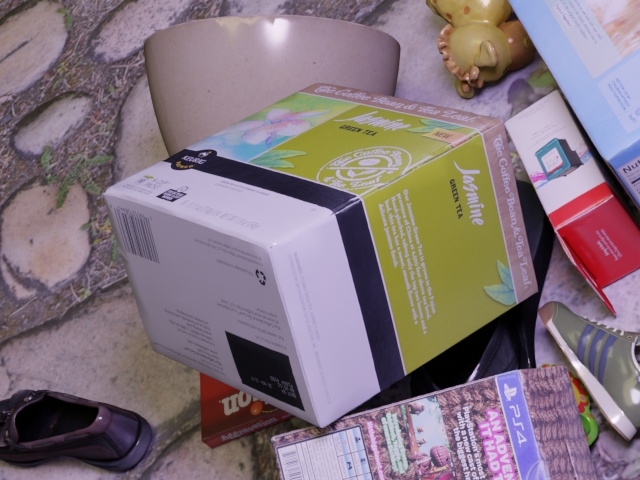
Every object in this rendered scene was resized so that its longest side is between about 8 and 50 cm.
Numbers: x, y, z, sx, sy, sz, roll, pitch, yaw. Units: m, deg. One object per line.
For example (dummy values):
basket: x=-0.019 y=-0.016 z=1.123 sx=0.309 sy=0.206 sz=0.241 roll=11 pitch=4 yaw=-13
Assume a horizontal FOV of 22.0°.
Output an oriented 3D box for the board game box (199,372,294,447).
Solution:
board game box: x=-0.027 y=0.148 z=2.040 sx=0.281 sy=0.027 sz=0.145 roll=-23 pitch=49 yaw=22

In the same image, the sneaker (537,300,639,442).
sneaker: x=0.316 y=0.124 z=1.778 sx=0.086 sy=0.064 sz=0.192 roll=-36 pitch=50 yaw=8

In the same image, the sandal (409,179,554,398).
sandal: x=0.166 y=0.114 z=1.862 sx=0.167 sy=0.107 sz=0.446 roll=-13 pitch=53 yaw=30

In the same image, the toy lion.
toy lion: x=0.260 y=0.180 z=1.772 sx=0.100 sy=0.096 sz=0.034 roll=45 pitch=132 yaw=14

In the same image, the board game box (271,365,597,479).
board game box: x=0.128 y=0.275 z=1.682 sx=0.291 sy=0.141 sz=0.232 roll=-18 pitch=80 yaw=26

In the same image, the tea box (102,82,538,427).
tea box: x=0.000 y=0.000 z=1.802 sx=0.323 sy=0.220 sz=0.329 roll=-29 pitch=28 yaw=-30

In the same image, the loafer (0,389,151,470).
loafer: x=-0.358 y=0.237 z=2.171 sx=0.302 sy=0.095 sz=0.109 roll=0 pitch=59 yaw=37

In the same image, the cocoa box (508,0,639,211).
cocoa box: x=0.389 y=-0.197 z=1.836 sx=0.231 sy=0.228 sz=0.347 roll=-33 pitch=45 yaw=12

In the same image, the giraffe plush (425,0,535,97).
giraffe plush: x=0.211 y=-0.282 z=2.098 sx=0.210 sy=0.181 sz=0.170 roll=-15 pitch=72 yaw=15

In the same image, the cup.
cup: x=-0.062 y=-0.132 z=2.102 sx=0.331 sy=0.331 sz=0.237 roll=-4 pitch=82 yaw=35

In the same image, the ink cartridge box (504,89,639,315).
ink cartridge box: x=0.299 y=-0.043 z=1.858 sx=0.078 sy=0.134 sz=0.231 roll=-31 pitch=46 yaw=14
